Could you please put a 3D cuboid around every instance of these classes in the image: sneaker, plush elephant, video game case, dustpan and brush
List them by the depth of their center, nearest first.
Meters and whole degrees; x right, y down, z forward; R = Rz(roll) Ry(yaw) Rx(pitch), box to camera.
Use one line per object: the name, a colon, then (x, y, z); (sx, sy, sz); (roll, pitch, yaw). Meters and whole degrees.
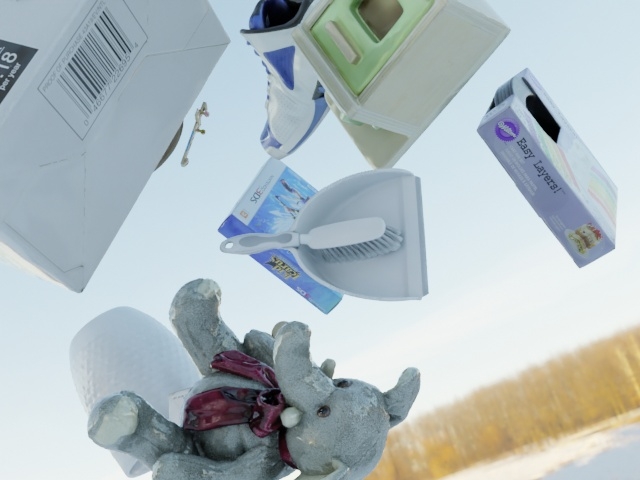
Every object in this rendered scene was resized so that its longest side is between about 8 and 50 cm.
dustpan and brush: (0.000, 0.000, 0.959); (0.211, 0.147, 0.060); (-9, -22, 19)
plush elephant: (-0.042, 0.196, 1.014); (0.255, 0.330, 0.272); (-28, 13, 34)
sneaker: (-0.040, -0.274, 1.390); (0.127, 0.182, 0.315); (-55, 5, -34)
video game case: (-0.043, -0.017, 1.813); (0.061, 0.269, 0.244); (-46, 10, 36)

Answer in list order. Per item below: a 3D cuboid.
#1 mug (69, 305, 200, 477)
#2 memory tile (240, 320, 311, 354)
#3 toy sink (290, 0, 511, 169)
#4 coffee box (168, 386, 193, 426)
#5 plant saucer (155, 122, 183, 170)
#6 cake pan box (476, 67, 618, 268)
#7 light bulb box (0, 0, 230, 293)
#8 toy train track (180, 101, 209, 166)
mug: (-0.425, 0.349, 2.140); (0.276, 0.328, 0.374); (-32, -17, -23)
memory tile: (-0.073, 0.179, 1.228); (0.148, 0.113, 0.012); (-25, -14, -30)
toy sink: (0.068, -0.215, 1.048); (0.131, 0.153, 0.234); (8, -47, -47)
coffee box: (-0.153, 0.378, 1.928); (0.168, 0.119, 0.297); (-21, -26, 37)
plant saucer: (-0.383, -0.198, 1.655); (0.277, 0.041, 0.278); (-22, -35, -17)
cake pan box: (0.342, -0.120, 1.364); (0.070, 0.267, 0.246); (-35, 7, 26)
light bulb box: (-0.358, -0.183, 1.000); (0.360, 0.358, 0.225); (16, -23, 26)
toy train track: (-0.145, -0.124, 1.074); (0.014, 0.083, 0.048); (17, -18, 1)
